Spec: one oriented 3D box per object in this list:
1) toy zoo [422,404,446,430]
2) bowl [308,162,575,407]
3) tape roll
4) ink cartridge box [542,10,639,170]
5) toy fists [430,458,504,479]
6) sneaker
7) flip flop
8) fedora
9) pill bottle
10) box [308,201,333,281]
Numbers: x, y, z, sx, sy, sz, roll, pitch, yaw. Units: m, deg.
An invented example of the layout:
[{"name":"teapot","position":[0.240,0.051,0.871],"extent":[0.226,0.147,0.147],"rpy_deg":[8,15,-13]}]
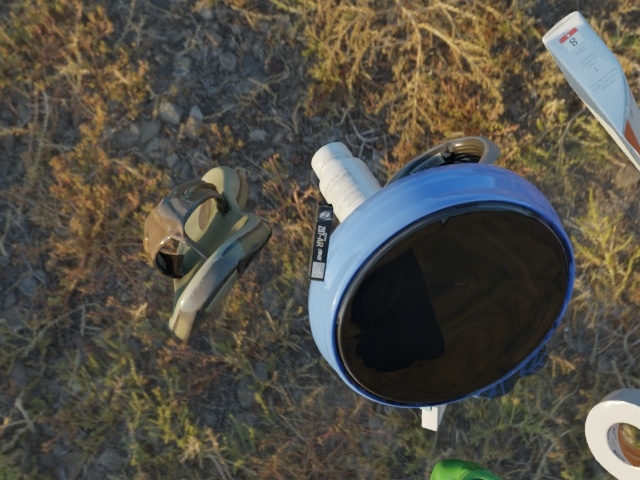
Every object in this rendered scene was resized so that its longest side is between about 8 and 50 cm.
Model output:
[{"name":"toy zoo","position":[0.232,0.208,1.215],"extent":[0.030,0.193,0.293],"rpy_deg":[11,29,21]},{"name":"bowl","position":[0.179,0.082,0.942],"extent":[0.391,0.391,0.077],"rpy_deg":[-28,35,1]},{"name":"tape roll","position":[0.734,0.459,1.542],"extent":[0.072,0.219,0.219],"rpy_deg":[-20,61,-37]},{"name":"ink cartridge box","position":[0.287,-0.116,0.616],"extent":[0.045,0.145,0.179],"rpy_deg":[-41,67,21]},{"name":"toy fists","position":[0.257,0.382,0.838],"extent":[0.279,0.142,0.096],"rpy_deg":[35,82,7]},{"name":"sneaker","position":[0.360,0.256,1.342],"extent":[0.211,0.081,0.080],"rpy_deg":[-16,106,-26]},{"name":"flip flop","position":[-0.106,-0.011,0.556],"extent":[0.080,0.277,0.112],"rpy_deg":[36,103,-21]},{"name":"fedora","position":[0.240,-0.086,1.258],"extent":[0.243,0.124,0.275],"rpy_deg":[-20,21,24]},{"name":"pill bottle","position":[0.072,-0.130,1.639],"extent":[0.131,0.131,0.229],"rpy_deg":[-31,59,0]},{"name":"box","position":[0.000,0.000,0.753],"extent":[0.018,0.067,0.083],"rpy_deg":[7,96,-2]}]
